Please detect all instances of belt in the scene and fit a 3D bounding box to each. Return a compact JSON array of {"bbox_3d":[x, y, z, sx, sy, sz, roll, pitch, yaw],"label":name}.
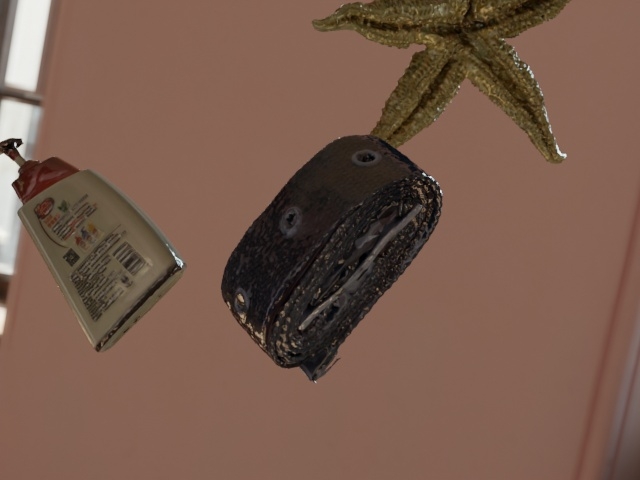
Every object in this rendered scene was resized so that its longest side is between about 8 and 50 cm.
[{"bbox_3d":[0.001,0.000,1.145,0.122,0.218,0.128,36,8,-44],"label":"belt"}]

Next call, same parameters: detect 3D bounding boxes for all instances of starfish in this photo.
[{"bbox_3d":[0.152,-0.236,1.375,0.358,0.347,0.078,10,17,-25],"label":"starfish"}]

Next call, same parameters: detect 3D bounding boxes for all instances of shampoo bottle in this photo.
[{"bbox_3d":[-0.300,-0.020,1.520,0.284,0.153,0.071,47,4,10],"label":"shampoo bottle"}]
